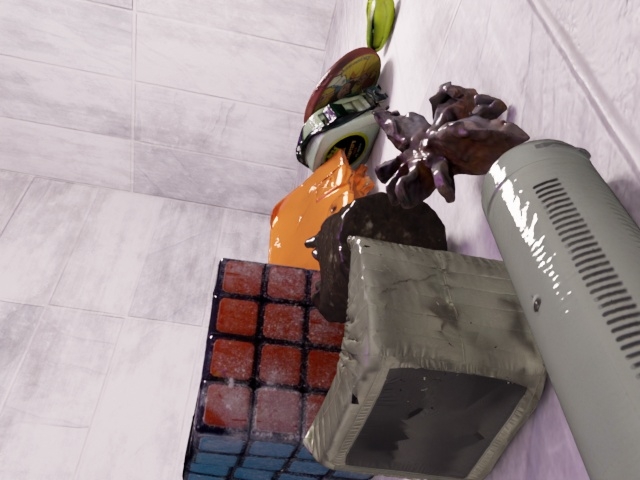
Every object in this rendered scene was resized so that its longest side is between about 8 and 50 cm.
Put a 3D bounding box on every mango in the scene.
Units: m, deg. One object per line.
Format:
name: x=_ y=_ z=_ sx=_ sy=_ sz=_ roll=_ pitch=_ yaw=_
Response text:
mango: x=0.157 y=-0.575 z=1.614 sx=0.091 sy=0.074 sz=0.165 roll=-96 pitch=6 yaw=-48

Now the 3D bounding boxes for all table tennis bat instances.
table tennis bat: x=0.062 y=-0.370 z=1.665 sx=0.268 sy=0.051 sz=0.414 roll=-43 pitch=-15 yaw=-9

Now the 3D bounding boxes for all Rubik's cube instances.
Rubik's cube: x=-0.059 y=0.274 z=1.164 sx=0.337 sy=0.345 sz=0.343 roll=108 pitch=169 yaw=-52

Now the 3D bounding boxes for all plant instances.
plant: x=0.081 y=0.047 z=0.963 sx=0.276 sy=0.199 sz=0.188 roll=121 pitch=153 yaw=-71

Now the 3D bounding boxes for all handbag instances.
handbag: x=0.000 y=0.000 z=1.437 sx=0.303 sy=0.116 sz=0.410 roll=-41 pitch=32 yaw=30

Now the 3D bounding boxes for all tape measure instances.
tape measure: x=0.043 y=-0.278 z=1.556 sx=0.115 sy=0.207 sz=0.235 roll=60 pitch=150 yaw=30

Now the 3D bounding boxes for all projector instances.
projector: x=0.201 y=0.051 z=0.432 sx=0.337 sy=0.108 sz=0.108 roll=-91 pitch=13 yaw=-53

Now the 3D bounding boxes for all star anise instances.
star anise: x=0.152 y=-0.138 z=0.822 sx=0.198 sy=0.110 sz=0.257 roll=-33 pitch=29 yaw=19

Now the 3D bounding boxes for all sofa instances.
sofa: x=0.103 y=0.136 z=0.668 sx=0.176 sy=0.210 sz=0.225 roll=-94 pitch=15 yaw=-52
